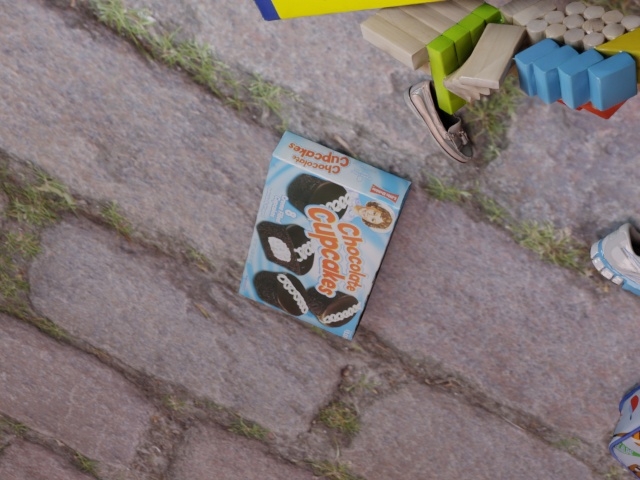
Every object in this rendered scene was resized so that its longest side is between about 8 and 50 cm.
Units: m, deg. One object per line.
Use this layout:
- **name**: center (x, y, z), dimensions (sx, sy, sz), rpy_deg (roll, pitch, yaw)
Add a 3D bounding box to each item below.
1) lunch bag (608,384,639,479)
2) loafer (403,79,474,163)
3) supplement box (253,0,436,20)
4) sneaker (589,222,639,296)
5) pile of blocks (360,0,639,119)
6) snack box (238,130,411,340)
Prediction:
- **lunch bag**: center (0.576, 0.294, 1.949), dimensions (0.303, 0.115, 0.243), rpy_deg (33, 139, -6)
- **loafer**: center (0.155, -0.147, 1.748), dimensions (0.039, 0.045, 0.125), rpy_deg (-27, 115, 38)
- **supplement box**: center (0.084, -0.368, 1.405), dimensions (0.357, 0.194, 0.195), rpy_deg (-1, 134, 34)
- **sneaker**: center (0.441, 0.044, 1.782), dimensions (0.191, 0.071, 0.083), rpy_deg (31, 135, -6)
- **pile of blocks**: center (0.218, -0.160, 1.383), dimensions (0.362, 0.149, 0.112), rpy_deg (13, 142, 28)
- **snack box**: center (0.000, 0.000, 1.983), dimensions (0.187, 0.060, 0.322), rpy_deg (22, 141, 5)
